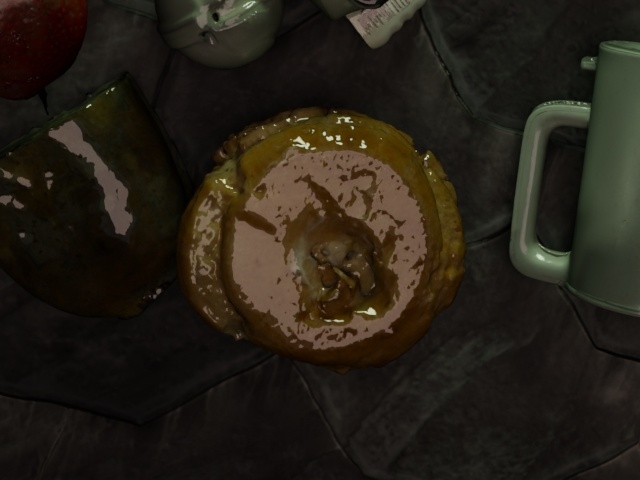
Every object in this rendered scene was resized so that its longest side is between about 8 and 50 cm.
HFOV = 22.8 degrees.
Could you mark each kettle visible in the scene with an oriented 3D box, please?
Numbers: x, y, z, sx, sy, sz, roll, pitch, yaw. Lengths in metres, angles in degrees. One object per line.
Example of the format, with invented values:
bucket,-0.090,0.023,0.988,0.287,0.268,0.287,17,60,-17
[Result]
kettle,0.392,-0.079,1.945,0.265,0.205,0.318,4,104,-11

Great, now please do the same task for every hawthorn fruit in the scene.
hawthorn fruit,-0.350,-0.239,1.834,0.181,0.181,0.235,-11,122,-5

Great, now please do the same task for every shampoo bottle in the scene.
shampoo bottle,0.099,-0.307,1.937,0.152,0.045,0.077,-39,102,4

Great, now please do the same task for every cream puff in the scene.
cream puff,0.000,0.000,1.895,0.343,0.231,0.327,-18,102,0

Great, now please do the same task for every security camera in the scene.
security camera,-0.066,-0.305,1.846,0.277,0.191,0.197,-32,109,3

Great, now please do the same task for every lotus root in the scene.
lotus root,-0.278,-0.019,1.904,0.267,0.149,0.260,-31,103,3
